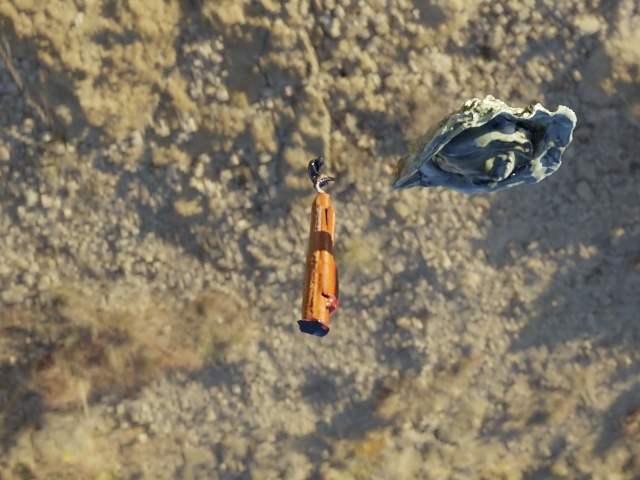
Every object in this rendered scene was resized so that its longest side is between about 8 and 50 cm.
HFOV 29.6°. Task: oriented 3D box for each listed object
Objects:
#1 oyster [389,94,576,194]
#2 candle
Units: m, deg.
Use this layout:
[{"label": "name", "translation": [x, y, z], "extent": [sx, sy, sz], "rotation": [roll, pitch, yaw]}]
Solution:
[{"label": "oyster", "translation": [0.106, -0.060, 0.779], "extent": [0.100, 0.037, 0.098], "rotation": [8, 139, -22]}, {"label": "candle", "translation": [0.001, 0.000, 0.835], "extent": [0.026, 0.167, 0.021], "rotation": [-3, 132, 5]}]
